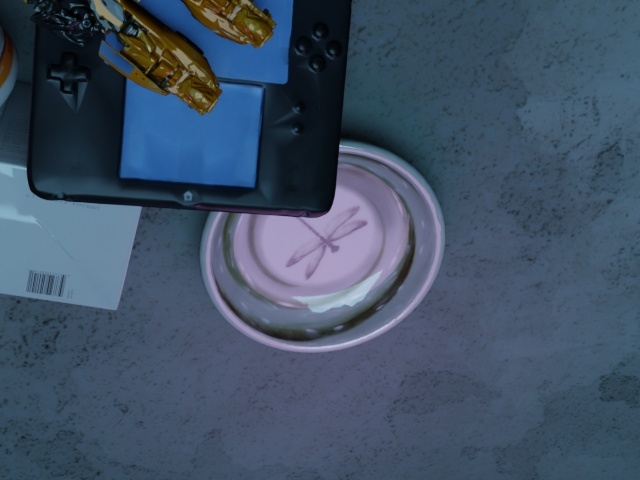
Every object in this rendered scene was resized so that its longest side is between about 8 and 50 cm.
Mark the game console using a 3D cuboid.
[{"bbox_3d":[-0.155,-0.209,1.106,0.386,0.060,0.342,4,91,-16],"label":"game console"}]

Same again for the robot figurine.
[{"bbox_3d":[-0.202,-0.283,0.994,0.291,0.085,0.211,35,101,-25],"label":"robot figurine"}]

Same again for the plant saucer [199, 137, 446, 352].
[{"bbox_3d":[0.000,0.000,1.455,0.400,0.100,0.400,-5,122,-8],"label":"plant saucer"}]

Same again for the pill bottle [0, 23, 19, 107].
[{"bbox_3d":[-0.535,-0.306,1.013,0.224,0.224,0.392,-18,142,1],"label":"pill bottle"}]

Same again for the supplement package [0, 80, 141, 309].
[{"bbox_3d":[-0.361,-0.068,1.248,0.199,0.263,0.198,10,119,-17],"label":"supplement package"}]
